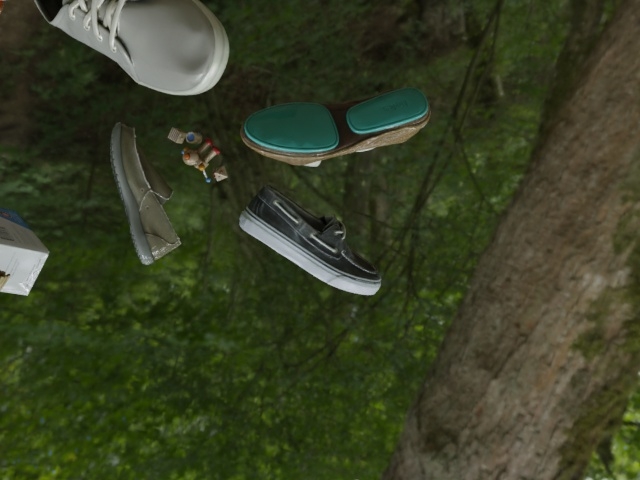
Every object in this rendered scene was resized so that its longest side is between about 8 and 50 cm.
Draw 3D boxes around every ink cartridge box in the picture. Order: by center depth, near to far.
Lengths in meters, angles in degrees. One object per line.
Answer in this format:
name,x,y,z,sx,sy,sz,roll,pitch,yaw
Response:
ink cartridge box,-0.812,-0.002,1.479,0.223,0.129,0.307,37,-169,37

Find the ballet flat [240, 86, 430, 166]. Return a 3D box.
ballet flat,0.028,-0.192,1.185,0.342,0.116,0.124,-15,160,-11

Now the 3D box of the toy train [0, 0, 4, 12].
toy train,-0.342,-0.255,0.645,0.125,0.046,0.166,-15,-135,-4

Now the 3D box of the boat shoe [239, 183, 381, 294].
boat shoe,0.000,0.000,1.362,0.335,0.119,0.121,29,-166,-17

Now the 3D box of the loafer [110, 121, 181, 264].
loafer,-0.308,-0.087,1.164,0.087,0.251,0.094,-16,-172,-18

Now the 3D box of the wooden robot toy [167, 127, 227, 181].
wooden robot toy,-0.286,-0.202,1.504,0.173,0.076,0.079,48,-164,11

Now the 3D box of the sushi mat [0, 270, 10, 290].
sushi mat,-0.393,0.158,0.557,0.019,0.316,0.151,34,-178,6

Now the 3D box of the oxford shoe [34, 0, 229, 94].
oxford shoe,-0.331,-0.365,1.083,0.449,0.169,0.130,35,-162,25
